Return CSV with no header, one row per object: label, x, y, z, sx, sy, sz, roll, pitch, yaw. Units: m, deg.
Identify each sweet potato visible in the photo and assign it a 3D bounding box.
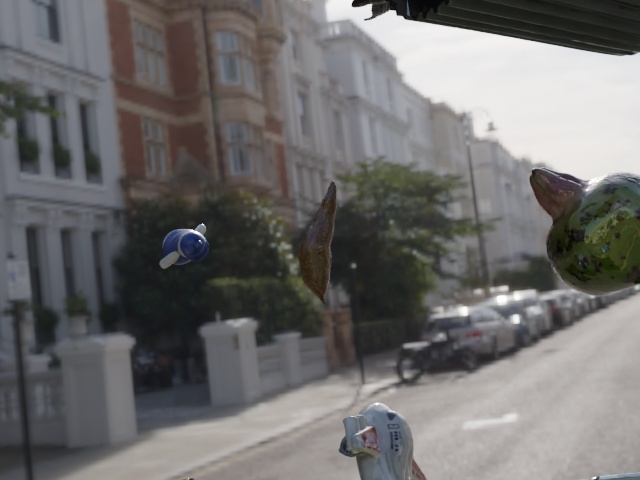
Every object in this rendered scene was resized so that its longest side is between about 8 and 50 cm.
sweet potato,-0.006,0.001,1.931,0.068,0.226,0.068,6,-3,0

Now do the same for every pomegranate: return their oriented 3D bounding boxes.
pomegranate,0.428,-0.030,1.678,0.248,0.214,0.214,37,-2,4

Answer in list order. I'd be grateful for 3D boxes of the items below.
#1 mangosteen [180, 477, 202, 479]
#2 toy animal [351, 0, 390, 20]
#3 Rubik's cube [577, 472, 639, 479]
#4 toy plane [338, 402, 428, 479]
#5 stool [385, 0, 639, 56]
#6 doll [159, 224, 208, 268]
mangosteen,-0.213,0.489,1.804,0.166,0.166,0.180,-5,-7,-14
toy animal,0.100,-0.392,1.665,0.107,0.062,0.220,3,-12,-21
Rubik's cube,0.403,0.436,1.266,0.291,0.291,0.290,-12,-21,16
toy plane,0.125,0.408,1.940,0.118,0.252,0.252,-31,-13,20
stool,0.282,-0.382,1.316,0.330,0.297,0.297,9,-11,-26
doll,-0.215,0.009,1.704,0.099,0.058,0.143,-45,13,-19
